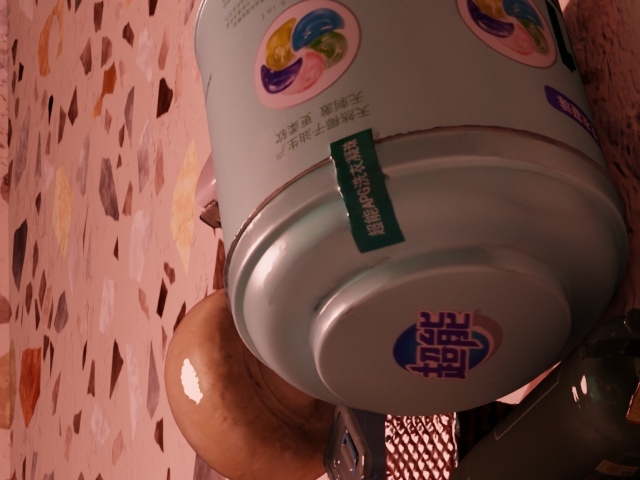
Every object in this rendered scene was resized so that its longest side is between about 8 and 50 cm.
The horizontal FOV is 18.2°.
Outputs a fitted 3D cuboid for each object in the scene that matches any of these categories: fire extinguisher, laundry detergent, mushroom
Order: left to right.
[{"bbox_3d":[-0.036,0.126,1.870,0.204,0.204,0.204,-176,90,-71],"label":"mushroom"},{"bbox_3d":[0.063,-0.047,1.439,0.287,0.287,0.305,116,151,-47],"label":"laundry detergent"},{"bbox_3d":[0.177,0.125,1.339,0.311,0.114,0.095,127,150,-55],"label":"fire extinguisher"}]

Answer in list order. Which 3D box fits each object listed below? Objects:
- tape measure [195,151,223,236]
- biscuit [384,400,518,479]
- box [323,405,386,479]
[{"bbox_3d":[-0.016,-0.134,1.897,0.197,0.120,0.236,-39,23,51],"label":"tape measure"},{"bbox_3d":[0.106,0.315,1.516,0.107,0.073,0.388,-13,76,59],"label":"biscuit"},{"bbox_3d":[0.044,0.197,1.792,0.099,0.054,0.074,-116,33,-55],"label":"box"}]
